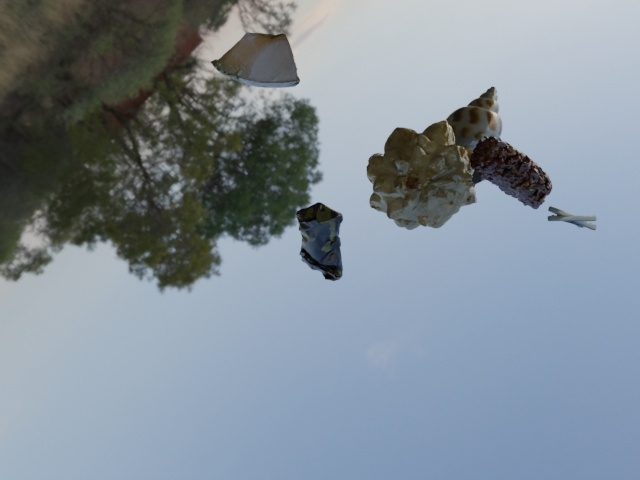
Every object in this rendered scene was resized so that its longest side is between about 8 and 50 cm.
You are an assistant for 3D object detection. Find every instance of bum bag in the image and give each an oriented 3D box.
[{"bbox_3d":[0.000,0.000,1.426,0.107,0.232,0.060,10,-133,13],"label":"bum bag"}]

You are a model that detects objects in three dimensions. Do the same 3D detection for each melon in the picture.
[{"bbox_3d":[-0.129,-0.320,1.122,0.139,0.093,0.202,-14,-151,-33],"label":"melon"}]

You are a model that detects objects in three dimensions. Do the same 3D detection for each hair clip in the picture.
[{"bbox_3d":[0.495,-0.042,1.275,0.039,0.115,0.030,-22,-121,62],"label":"hair clip"}]

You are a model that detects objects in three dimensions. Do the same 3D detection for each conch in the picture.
[{"bbox_3d":[0.408,-0.281,1.729,0.275,0.183,0.149,-52,-139,19],"label":"conch"}]

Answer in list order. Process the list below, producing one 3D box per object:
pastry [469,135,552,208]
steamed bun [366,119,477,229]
[{"bbox_3d":[0.454,-0.162,1.508,0.097,0.208,0.115,-56,-175,5],"label":"pastry"},{"bbox_3d":[0.263,-0.158,1.598,0.292,0.295,0.137,-61,179,14],"label":"steamed bun"}]
